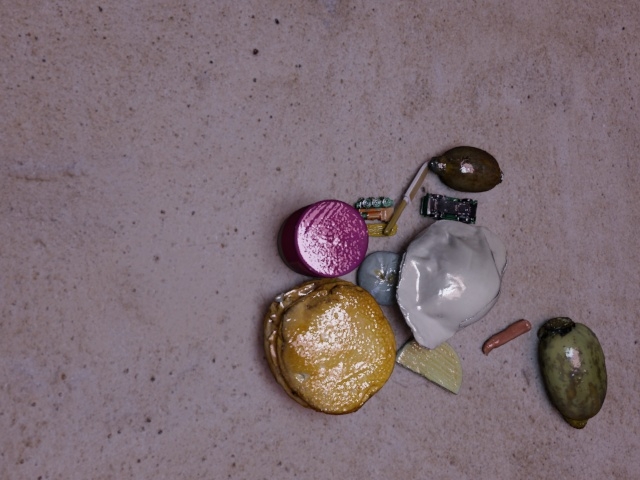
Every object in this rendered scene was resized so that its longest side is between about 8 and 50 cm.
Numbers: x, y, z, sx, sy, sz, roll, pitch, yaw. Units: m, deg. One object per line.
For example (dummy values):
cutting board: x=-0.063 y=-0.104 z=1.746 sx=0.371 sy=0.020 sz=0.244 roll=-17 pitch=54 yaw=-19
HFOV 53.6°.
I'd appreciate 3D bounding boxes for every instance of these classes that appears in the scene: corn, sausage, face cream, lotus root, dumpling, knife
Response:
corn: x=0.150 y=-0.027 z=1.592 sx=0.092 sy=0.037 sz=0.037 roll=1 pitch=87 yaw=-17
sausage: x=0.495 y=0.255 z=1.685 sx=0.157 sy=0.036 sz=0.042 roll=-27 pitch=88 yaw=-16
face cream: x=0.000 y=0.000 z=1.462 sx=0.175 sy=0.195 sz=0.175 roll=1 pitch=86 yaw=-16
lotus root: x=0.378 y=-0.184 z=1.632 sx=0.209 sy=0.120 sz=0.120 roll=8 pitch=85 yaw=-17
dumpling: x=0.323 y=0.084 z=1.562 sx=0.341 sy=0.181 sz=0.260 roll=-35 pitch=103 yaw=-2
lotus root: x=0.677 y=0.360 z=1.683 sx=0.173 sy=0.173 sz=0.309 roll=-20 pitch=101 yaw=-17
knife: x=0.223 y=-0.111 z=1.608 sx=0.256 sy=0.022 sz=0.046 roll=-58 pitch=148 yaw=-21

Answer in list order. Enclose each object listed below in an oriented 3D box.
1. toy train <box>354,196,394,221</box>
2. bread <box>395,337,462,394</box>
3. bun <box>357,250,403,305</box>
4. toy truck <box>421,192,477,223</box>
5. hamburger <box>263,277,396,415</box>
toy train: x=0.135 y=-0.077 z=1.589 sx=0.103 sy=0.044 sz=0.064 roll=-4 pitch=99 yaw=-17
bread: x=0.288 y=0.303 z=1.621 sx=0.192 sy=0.036 sz=0.112 roll=29 pitch=75 yaw=-10
bun: x=0.163 y=0.092 z=1.566 sx=0.140 sy=0.083 sz=0.141 roll=0 pitch=90 yaw=-15
toy truck: x=0.331 y=-0.082 z=1.628 sx=0.147 sy=0.079 sz=0.065 roll=8 pitch=86 yaw=-17
hamburger: x=0.016 y=0.237 z=1.469 sx=0.289 sy=0.170 sz=0.314 roll=-29 pitch=95 yaw=-19
